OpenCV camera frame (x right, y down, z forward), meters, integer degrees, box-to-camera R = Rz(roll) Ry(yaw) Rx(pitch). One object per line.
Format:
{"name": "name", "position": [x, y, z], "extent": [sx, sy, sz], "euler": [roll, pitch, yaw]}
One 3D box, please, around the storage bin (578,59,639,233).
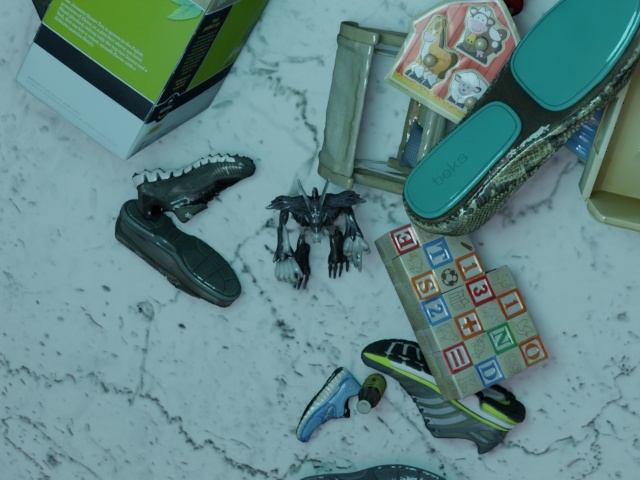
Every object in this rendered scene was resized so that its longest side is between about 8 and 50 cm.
{"name": "storage bin", "position": [0.549, -0.139, 1.629], "extent": [0.261, 0.123, 0.262], "euler": [13, 117, -1]}

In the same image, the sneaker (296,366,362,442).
{"name": "sneaker", "position": [0.016, 0.308, 1.982], "extent": [0.073, 0.063, 0.162], "euler": [37, 107, -1]}

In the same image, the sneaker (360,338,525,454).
{"name": "sneaker", "position": [0.198, 0.275, 1.915], "extent": [0.300, 0.111, 0.121], "euler": [29, 110, 7]}

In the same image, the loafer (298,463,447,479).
{"name": "loafer", "position": [0.097, 0.466, 1.998], "extent": [0.303, 0.095, 0.109], "euler": [-2, 72, 8]}

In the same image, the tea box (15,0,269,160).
{"name": "tea box", "position": [-0.252, -0.349, 1.727], "extent": [0.220, 0.329, 0.323], "euler": [37, 118, 2]}

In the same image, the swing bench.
{"name": "swing bench", "position": [0.126, -0.209, 1.791], "extent": [0.255, 0.165, 0.253], "euler": [11, 106, 9]}

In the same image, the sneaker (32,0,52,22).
{"name": "sneaker", "position": [-0.500, -0.502, 1.902], "extent": [0.130, 0.109, 0.286], "euler": [-12, 90, 21]}

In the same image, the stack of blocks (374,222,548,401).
{"name": "stack of blocks", "position": [0.233, 0.097, 1.834], "extent": [0.171, 0.087, 0.297], "euler": [-23, 85, -17]}

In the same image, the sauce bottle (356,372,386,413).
{"name": "sauce bottle", "position": [0.087, 0.269, 1.923], "extent": [0.042, 0.128, 0.042], "euler": [2, 101, 11]}

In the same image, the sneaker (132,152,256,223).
{"name": "sneaker", "position": [-0.218, -0.084, 1.923], "extent": [0.234, 0.078, 0.106], "euler": [-10, 74, 18]}

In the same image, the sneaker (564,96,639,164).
{"name": "sneaker", "position": [0.518, -0.192, 1.743], "extent": [0.319, 0.127, 0.208], "euler": [11, 116, 3]}

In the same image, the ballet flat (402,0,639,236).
{"name": "ballet flat", "position": [0.320, -0.189, 1.616], "extent": [0.483, 0.182, 0.164], "euler": [-48, 57, 20]}

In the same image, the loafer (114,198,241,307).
{"name": "loafer", "position": [-0.258, 0.034, 1.977], "extent": [0.267, 0.096, 0.084], "euler": [40, 127, 8]}

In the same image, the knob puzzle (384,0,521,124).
{"name": "knob puzzle", "position": [0.216, -0.279, 1.649], "extent": [0.213, 0.030, 0.213], "euler": [2, 105, 7]}

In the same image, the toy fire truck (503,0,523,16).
{"name": "toy fire truck", "position": [0.333, -0.445, 1.634], "extent": [0.254, 0.302, 0.169], "euler": [5, 82, 14]}

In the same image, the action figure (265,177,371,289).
{"name": "action figure", "position": [0.000, 0.000, 1.810], "extent": [0.164, 0.275, 0.140], "euler": [-9, 68, -1]}
